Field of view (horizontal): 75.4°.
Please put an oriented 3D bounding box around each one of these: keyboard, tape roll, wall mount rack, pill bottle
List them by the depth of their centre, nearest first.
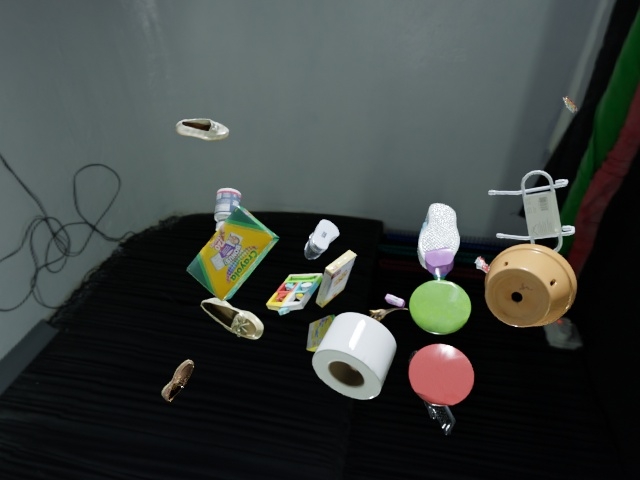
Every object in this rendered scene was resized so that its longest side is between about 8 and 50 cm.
[{"bbox_3d":[0.116,0.389,1.402,0.169,0.246,0.246,-53,151,-43],"label":"tape roll"},{"bbox_3d":[0.428,0.611,1.646,0.201,0.033,0.317,87,-15,-44],"label":"keyboard"},{"bbox_3d":[0.865,-0.115,1.718,0.130,0.304,0.350,-31,110,-55],"label":"wall mount rack"},{"bbox_3d":[-0.408,-0.127,1.816,0.108,0.108,0.180,69,21,-69],"label":"pill bottle"}]

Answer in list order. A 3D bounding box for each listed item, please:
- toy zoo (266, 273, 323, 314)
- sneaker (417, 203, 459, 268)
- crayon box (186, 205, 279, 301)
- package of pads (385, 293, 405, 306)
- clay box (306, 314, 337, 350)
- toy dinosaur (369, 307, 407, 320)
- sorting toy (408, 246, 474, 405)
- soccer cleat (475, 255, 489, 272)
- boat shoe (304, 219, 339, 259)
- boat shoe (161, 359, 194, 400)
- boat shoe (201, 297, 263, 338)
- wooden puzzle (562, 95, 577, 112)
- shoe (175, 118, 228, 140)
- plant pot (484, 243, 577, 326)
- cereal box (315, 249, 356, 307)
[{"bbox_3d":[-0.127,0.251,1.961,0.293,0.192,0.030,-51,129,-51],"label":"toy zoo"},{"bbox_3d":[0.412,0.017,1.469,0.366,0.135,0.150,-56,158,-50],"label":"sneaker"},{"bbox_3d":[-0.291,0.045,1.388,0.278,0.165,0.081,-51,173,4],"label":"crayon box"},{"bbox_3d":[0.336,0.273,1.862,0.032,0.083,0.050,-65,154,-11],"label":"package of pads"},{"bbox_3d":[0.016,0.415,1.850,0.222,0.053,0.127,-34,-138,53],"label":"clay box"},{"bbox_3d":[0.283,0.335,1.905,0.211,0.112,0.064,-37,-111,47],"label":"toy dinosaur"},{"bbox_3d":[0.266,0.193,0.918,0.126,0.127,0.365,67,26,-50],"label":"sorting toy"},{"bbox_3d":[0.544,0.087,1.397,0.035,0.029,0.083,-56,-163,29],"label":"soccer cleat"},{"bbox_3d":[0.000,0.000,1.891,0.102,0.108,0.301,-47,-174,27],"label":"boat shoe"},{"bbox_3d":[-0.579,0.580,1.706,0.064,0.060,0.178,44,74,-32],"label":"boat shoe"},{"bbox_3d":[-0.368,0.325,1.711,0.104,0.285,0.089,-68,160,0],"label":"boat shoe"},{"bbox_3d":[0.946,-0.515,1.569,0.006,0.083,0.049,-34,-156,56],"label":"wooden puzzle"},{"bbox_3d":[-0.476,-0.457,1.697,0.058,0.219,0.076,-30,-112,53],"label":"shoe"},{"bbox_3d":[0.691,0.169,1.413,0.203,0.291,0.290,-13,111,-50],"label":"plant pot"},{"bbox_3d":[0.067,0.172,1.843,0.173,0.047,0.240,-35,152,-39],"label":"cereal box"}]
